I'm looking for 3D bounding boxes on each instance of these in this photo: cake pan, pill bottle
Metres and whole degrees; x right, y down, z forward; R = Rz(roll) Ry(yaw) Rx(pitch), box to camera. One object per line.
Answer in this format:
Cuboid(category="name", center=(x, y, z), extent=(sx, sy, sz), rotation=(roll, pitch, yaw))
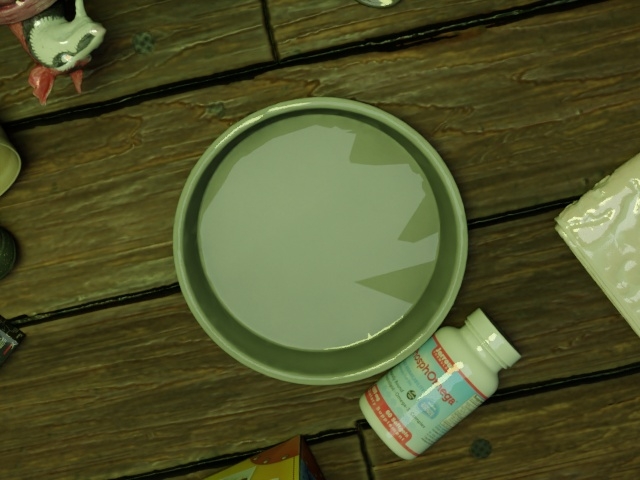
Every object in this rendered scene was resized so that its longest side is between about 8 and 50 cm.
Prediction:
Cuboid(category="cake pan", center=(0.000, 0.000, 1.063), extent=(0.293, 0.054, 0.293), rotation=(0, 103, 0))
Cuboid(category="pill bottle", center=(0.124, 0.145, 1.080), extent=(0.160, 0.087, 0.087), rotation=(-42, 100, 7))

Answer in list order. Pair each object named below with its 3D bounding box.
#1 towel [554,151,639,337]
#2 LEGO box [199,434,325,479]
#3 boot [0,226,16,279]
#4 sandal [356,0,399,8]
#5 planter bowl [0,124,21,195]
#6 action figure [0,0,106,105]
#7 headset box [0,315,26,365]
Cuboid(category="towel", center=(0.459, -0.001, 1.070), extent=(0.332, 0.053, 0.317), rotation=(-38, 101, 8))
Cuboid(category="LEGO box", center=(-0.166, 0.492, 1.099), extent=(0.500, 0.193, 0.372), rotation=(-25, 102, 5))
Cuboid(category="boot", center=(-0.429, 0.032, 1.005), extent=(0.246, 0.161, 0.083), rotation=(-34, 66, 2))
Cuboid(category="sandal", center=(0.050, -0.309, 0.959), extent=(0.090, 0.060, 0.219), rotation=(8, 131, 2))
Cuboid(category="planter bowl", center=(-0.382, -0.093, 0.999), extent=(0.162, 0.162, 0.109), rotation=(-29, 74, 6))
Cuboid(category="action figure", center=(-0.264, -0.301, 0.896), extent=(0.276, 0.248, 0.370), rotation=(0, 100, 0))
Cuboid(category="headset box", center=(-0.361, 0.099, 1.092), extent=(0.083, 0.032, 0.062), rotation=(40, 99, -8))
